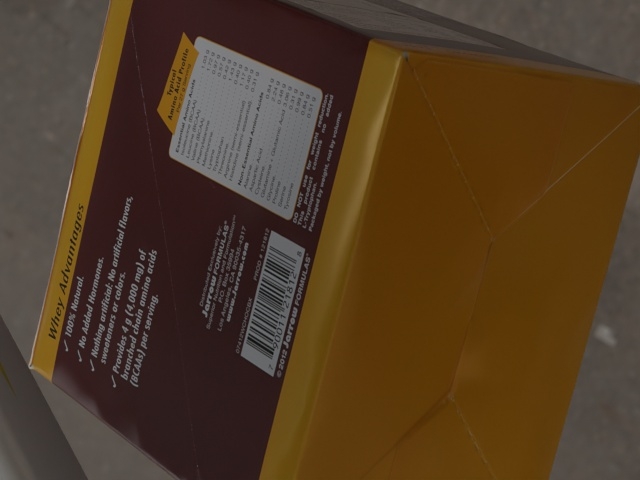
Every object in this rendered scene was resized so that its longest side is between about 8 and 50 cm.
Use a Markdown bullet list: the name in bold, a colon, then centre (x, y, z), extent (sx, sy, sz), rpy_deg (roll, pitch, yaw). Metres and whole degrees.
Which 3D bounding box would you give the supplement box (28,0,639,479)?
- **supplement box**: centre (0.000, 0.000, 0.780), extent (0.129, 0.191, 0.194), rpy_deg (4, -165, -38)

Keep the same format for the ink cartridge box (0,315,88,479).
- **ink cartridge box**: centre (-0.103, 0.128, 0.431), extent (0.385, 0.160, 0.279), rpy_deg (60, 171, 16)
